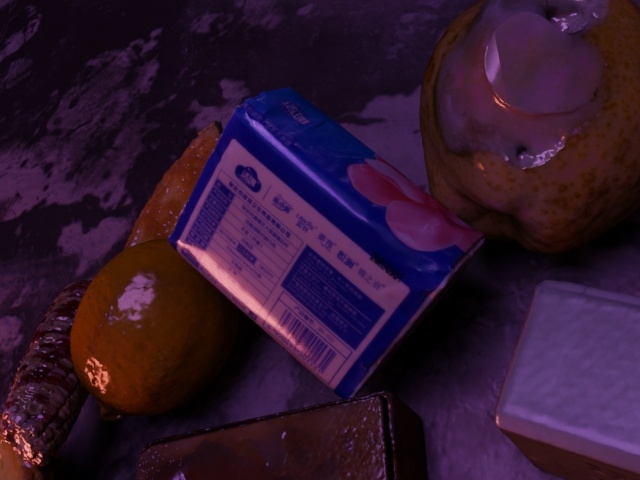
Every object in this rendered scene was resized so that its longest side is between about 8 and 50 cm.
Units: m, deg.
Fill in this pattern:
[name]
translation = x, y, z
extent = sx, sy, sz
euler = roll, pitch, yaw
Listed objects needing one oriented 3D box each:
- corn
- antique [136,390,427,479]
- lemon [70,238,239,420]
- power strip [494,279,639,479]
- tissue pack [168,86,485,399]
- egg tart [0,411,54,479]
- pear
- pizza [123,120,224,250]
[corn]
translation = -0.327, 0.159, 0.951
extent = 0.098, 0.098, 0.290
euler = -24, 30, 17
[antique]
translation = -0.049, 0.240, 0.778
extent = 0.309, 0.087, 0.093
euler = -16, 54, 22
[lemon]
translation = -0.194, 0.102, 0.889
extent = 0.188, 0.188, 0.257
euler = 37, 98, 42
[power strip]
translation = 0.277, 0.137, 0.602
extent = 0.224, 0.140, 0.139
euler = 11, 66, 37
[tissue pack]
translation = 0.000, 0.000, 0.778
extent = 0.269, 0.137, 0.209
euler = 39, 119, 12
[egg tart]
translation = -0.422, 0.363, 0.911
extent = 0.293, 0.123, 0.294
euler = -18, 50, 23
[pear]
translation = 0.222, -0.120, 0.756
extent = 0.271, 0.271, 0.271
euler = -16, 53, 23
[pizza]
translation = -0.142, -0.007, 1.013
extent = 0.287, 0.075, 0.280
euler = 32, 85, 40
